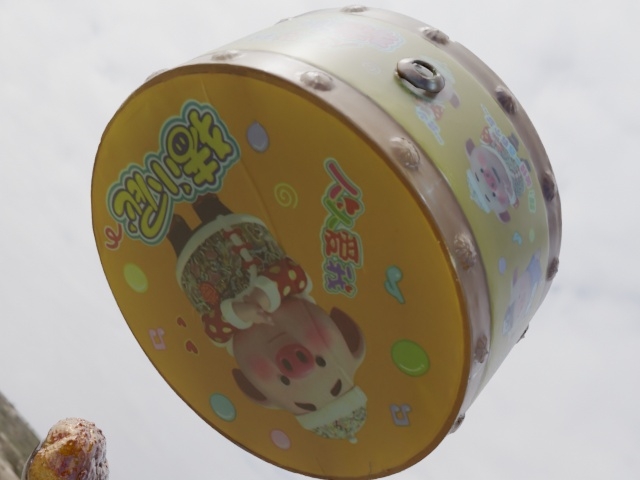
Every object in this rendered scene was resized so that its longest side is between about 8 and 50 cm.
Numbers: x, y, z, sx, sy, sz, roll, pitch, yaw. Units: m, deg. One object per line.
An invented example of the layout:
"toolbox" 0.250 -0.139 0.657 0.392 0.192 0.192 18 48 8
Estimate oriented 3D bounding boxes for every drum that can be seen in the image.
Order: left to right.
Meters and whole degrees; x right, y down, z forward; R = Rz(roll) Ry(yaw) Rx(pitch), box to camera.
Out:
"drum" 0.000 0.000 0.779 0.430 0.214 0.432 19 -54 28

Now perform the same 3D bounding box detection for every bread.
"bread" -0.315 0.320 1.046 0.095 0.139 0.269 12 -41 8
